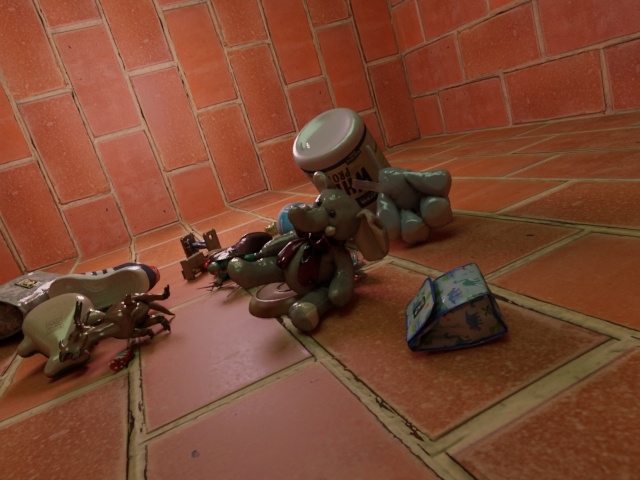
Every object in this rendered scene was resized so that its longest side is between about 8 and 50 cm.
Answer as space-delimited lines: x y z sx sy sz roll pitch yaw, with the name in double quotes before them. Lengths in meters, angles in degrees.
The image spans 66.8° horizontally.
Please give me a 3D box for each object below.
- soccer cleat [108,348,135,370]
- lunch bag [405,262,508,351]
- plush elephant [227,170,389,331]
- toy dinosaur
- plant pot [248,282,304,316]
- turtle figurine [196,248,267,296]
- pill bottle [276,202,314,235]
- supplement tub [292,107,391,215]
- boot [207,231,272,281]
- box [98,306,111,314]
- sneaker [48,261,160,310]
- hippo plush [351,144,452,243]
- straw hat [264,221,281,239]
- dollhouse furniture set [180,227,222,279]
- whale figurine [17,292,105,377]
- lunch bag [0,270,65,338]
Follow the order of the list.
"soccer cleat" -0.458 0.274 1.103 0.036 0.029 0.083 -22 9 18
"lunch bag" 0.210 0.116 0.799 0.151 0.096 0.129 -28 13 17
"plush elephant" 0.000 0.000 1.072 0.330 0.255 0.272 -16 36 -38
"toy dinosaur" -0.498 0.188 1.216 0.201 0.127 0.296 -9 5 18
"plant pot" -0.072 0.123 1.219 0.237 0.032 0.236 -17 14 4
"turtle figurine" -0.248 0.082 1.438 0.234 0.118 0.175 -20 13 -37
"pill bottle" -0.038 -0.053 1.625 0.146 0.146 0.264 -23 15 -22
"supplement tub" 0.088 -0.223 1.521 0.236 0.325 0.235 -21 45 22
"boot" -0.254 0.058 1.643 0.249 0.090 0.207 -20 26 -16
"box" -0.609 0.221 1.451 0.109 0.042 0.178 -21 13 -19
"sneaker" -0.659 0.143 1.501 0.350 0.131 0.148 -7 8 14
"hippo plush" 0.254 -0.099 1.416 0.294 0.234 0.236 21 -1 23
"straw hat" -0.181 -0.037 1.843 0.145 0.061 0.144 -31 10 6
"dollhouse furniture set" -0.466 0.052 1.763 0.129 0.128 0.184 -9 16 31
"whale figurine" -0.657 0.258 1.255 0.216 0.141 0.272 -25 40 -21
"lunch bag" -1.007 0.215 1.628 0.287 0.168 0.235 -24 11 20
